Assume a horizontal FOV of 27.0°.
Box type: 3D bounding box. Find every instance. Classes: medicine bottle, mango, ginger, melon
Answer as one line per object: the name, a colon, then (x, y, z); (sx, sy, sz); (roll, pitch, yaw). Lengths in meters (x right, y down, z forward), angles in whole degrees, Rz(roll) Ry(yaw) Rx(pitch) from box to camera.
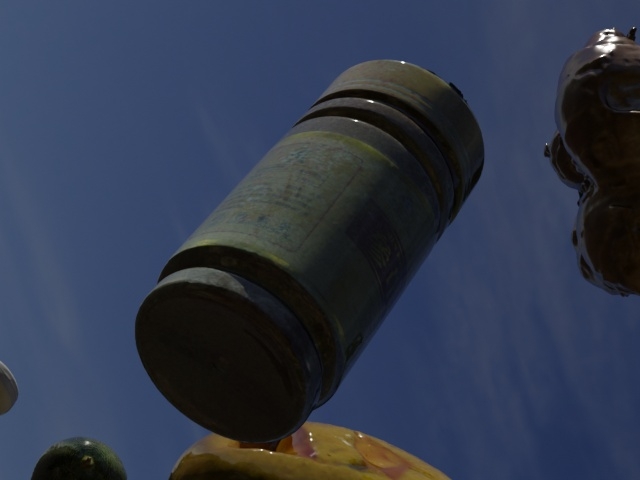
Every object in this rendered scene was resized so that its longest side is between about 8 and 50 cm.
medicine bottle: (0.000, 0.000, 1.019); (0.151, 0.322, 0.151); (17, -49, 20)
mango: (0.011, 0.290, 1.323); (0.182, 0.365, 0.253); (-66, -153, 10)
ginger: (0.364, -0.091, 1.604); (0.274, 0.152, 0.357); (67, 15, -83)
melon: (-0.286, 0.292, 1.566); (0.114, 0.114, 0.167); (60, -33, 26)

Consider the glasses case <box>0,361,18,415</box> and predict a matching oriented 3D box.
glasses case: (-0.424, 0.171, 1.498); (0.193, 0.049, 0.074); (-11, -64, 28)
